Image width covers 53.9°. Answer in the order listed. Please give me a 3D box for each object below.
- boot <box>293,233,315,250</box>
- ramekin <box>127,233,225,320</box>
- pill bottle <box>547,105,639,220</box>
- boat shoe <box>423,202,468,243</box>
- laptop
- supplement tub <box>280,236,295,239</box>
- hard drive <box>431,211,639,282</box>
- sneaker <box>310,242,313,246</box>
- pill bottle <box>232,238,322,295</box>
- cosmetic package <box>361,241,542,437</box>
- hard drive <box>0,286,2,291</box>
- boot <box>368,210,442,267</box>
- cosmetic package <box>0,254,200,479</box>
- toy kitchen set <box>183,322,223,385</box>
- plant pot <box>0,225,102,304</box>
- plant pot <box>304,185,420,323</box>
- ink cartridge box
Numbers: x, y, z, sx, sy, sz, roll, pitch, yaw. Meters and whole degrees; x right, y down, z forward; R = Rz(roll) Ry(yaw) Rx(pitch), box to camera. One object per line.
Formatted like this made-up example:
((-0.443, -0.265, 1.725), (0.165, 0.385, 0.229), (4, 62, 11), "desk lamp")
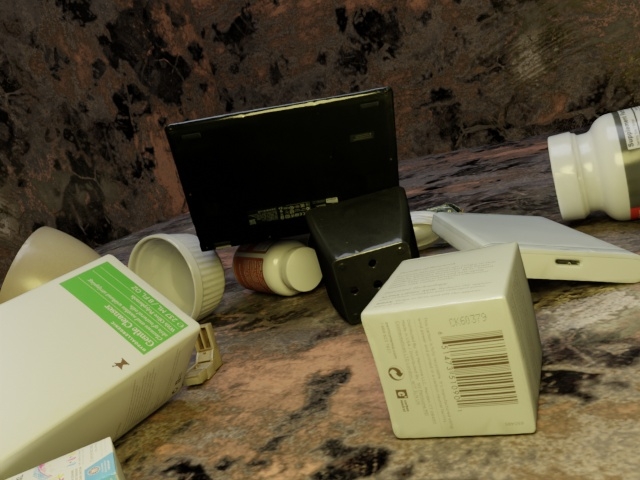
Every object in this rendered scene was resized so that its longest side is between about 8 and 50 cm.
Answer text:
((-0.079, -0.027, 1.560), (0.165, 0.213, 0.077), (-7, -15, 31), "boot")
((-0.297, 0.081, 1.323), (0.207, 0.207, 0.109), (-7, 5, 35), "ramekin")
((0.629, -0.151, 1.175), (0.363, 0.210, 0.210), (-11, 12, 23), "pill bottle")
((0.312, -0.042, 1.384), (0.183, 0.083, 0.065), (-7, 14, 36), "boat shoe")
((-0.055, -0.121, 1.232), (0.382, 0.408, 0.236), (-10, 37, -1), "laptop")
((-0.081, -0.035, 1.480), (0.107, 0.071, 0.071), (-37, 7, 14), "supplement tub")
((0.344, 0.003, 1.072), (0.233, 0.047, 0.353), (3, 10, -4), "hard drive")
((0.000, 0.000, 1.587), (0.192, 0.086, 0.064), (-12, 12, 16), "sneaker")
((-0.091, 0.057, 1.357), (0.121, 0.121, 0.216), (-23, 14, -32), "pill bottle")
((0.158, 0.107, 0.712), (0.151, 0.151, 0.183), (-11, 11, 24), "cosmetic package")
((-0.702, 0.216, 1.251), (0.237, 0.064, 0.339), (-52, 10, 7), "hard drive")
((0.148, 0.015, 1.372), (0.258, 0.095, 0.123), (-14, 24, 21), "boot")
((-0.353, 0.186, 0.791), (0.197, 0.155, 0.365), (34, 34, 15), "cosmetic package")
((-0.212, 0.186, 1.010), (0.068, 0.075, 0.083), (-13, 7, 16), "toy kitchen set")
((-0.513, 0.132, 1.297), (0.191, 0.284, 0.284), (16, 10, -5), "plant pot")
((0.089, 0.039, 1.096), (0.188, 0.187, 0.167), (-15, 25, 2), "plant pot")
((-0.259, 0.275, 0.614), (0.143, 0.090, 0.092), (-19, 12, -19), "ink cartridge box")
